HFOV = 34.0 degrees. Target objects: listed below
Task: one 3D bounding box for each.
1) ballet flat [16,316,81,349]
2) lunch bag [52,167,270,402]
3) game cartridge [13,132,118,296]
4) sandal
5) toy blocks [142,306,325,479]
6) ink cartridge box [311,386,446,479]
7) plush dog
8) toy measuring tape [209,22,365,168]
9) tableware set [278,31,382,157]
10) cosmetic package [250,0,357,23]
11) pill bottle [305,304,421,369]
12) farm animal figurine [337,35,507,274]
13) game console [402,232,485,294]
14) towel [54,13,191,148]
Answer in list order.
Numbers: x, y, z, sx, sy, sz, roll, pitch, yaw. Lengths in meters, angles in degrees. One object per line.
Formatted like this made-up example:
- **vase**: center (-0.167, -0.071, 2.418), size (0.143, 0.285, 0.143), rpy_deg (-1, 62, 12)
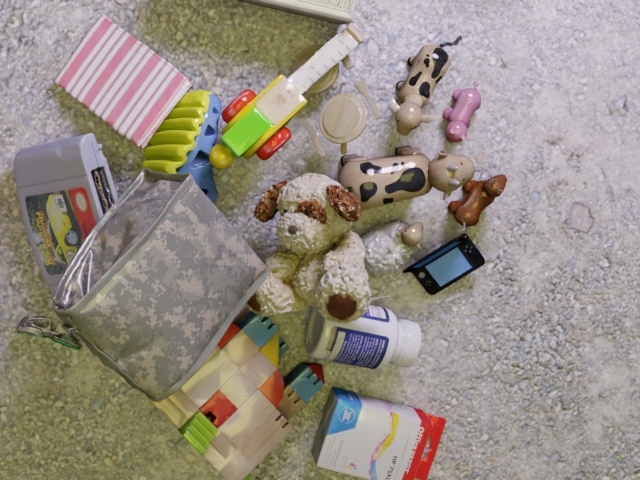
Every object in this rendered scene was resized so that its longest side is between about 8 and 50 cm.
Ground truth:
- **ballet flat**: center (-0.466, 0.157, 1.811), size (0.114, 0.041, 0.041), rpy_deg (18, 96, -11)
- **lunch bag**: center (-0.255, 0.073, 1.607), size (0.287, 0.169, 0.235), rpy_deg (-54, 127, -23)
- **game cartridge**: center (-0.405, -0.020, 1.727), size (0.060, 0.196, 0.294), rpy_deg (-27, 106, -48)
- **sandal**: center (-0.231, -0.099, 1.775), size (0.138, 0.126, 0.317), rpy_deg (18, 92, -41)
- **toy blocks**: center (-0.161, 0.226, 1.812), size (0.261, 0.190, 0.381), rpy_deg (-44, 103, -11)
- **ink cartridge box**: center (0.114, 0.366, 1.904), size (0.231, 0.078, 0.134), rpy_deg (16, 96, -11)
- **plush dog**: center (0.000, 0.000, 1.731), size (0.210, 0.262, 0.226), rpy_deg (-22, 109, -49)
- **toy measuring tape**: center (-0.062, -0.234, 1.748), size (0.330, 0.121, 0.121), rpy_deg (-44, 102, -11)
- **tableware set**: center (0.020, -0.246, 1.777), size (0.128, 0.039, 0.194), rpy_deg (-33, 67, 16)
- **cosmetic package**: center (-0.082, -0.460, 1.720), size (0.296, 0.129, 0.153), rpy_deg (12, 97, -10)
- **pill bottle**: center (0.076, 0.168, 1.847), size (0.186, 0.112, 0.112), rpy_deg (13, 97, -17)
- **farm animal figurine**: center (0.165, -0.140, 1.782), size (0.326, 0.172, 0.330), rpy_deg (-27, 102, -3)
- **game console**: center (0.220, 0.046, 1.850), size (0.122, 0.071, 0.107), rpy_deg (-32, 114, 16)
- **towel**: center (-0.331, -0.266, 1.749), size (0.197, 0.029, 0.144), rpy_deg (38, 91, 7)
